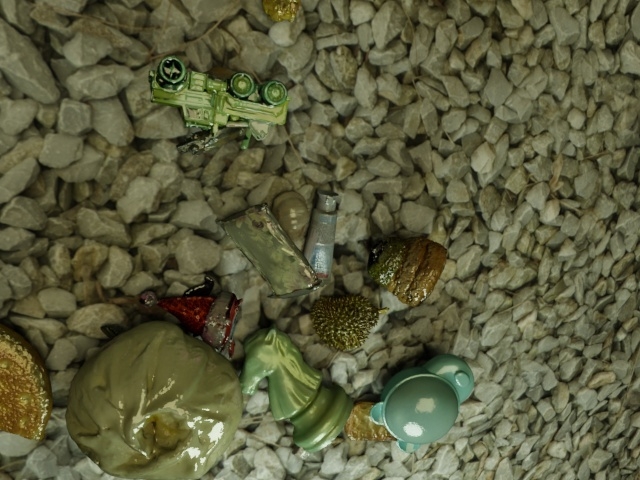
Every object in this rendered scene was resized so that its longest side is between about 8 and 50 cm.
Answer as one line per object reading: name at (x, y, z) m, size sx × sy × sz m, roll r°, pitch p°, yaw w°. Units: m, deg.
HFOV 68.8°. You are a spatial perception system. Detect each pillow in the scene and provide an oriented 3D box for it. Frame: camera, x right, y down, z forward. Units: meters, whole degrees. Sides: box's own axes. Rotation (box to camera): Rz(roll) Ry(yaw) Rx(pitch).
pillow at (-0.104, 0.025, 1.049) m, size 0.255 × 0.169 × 0.059 m, roll 56°, pitch 40°, yaw -21°

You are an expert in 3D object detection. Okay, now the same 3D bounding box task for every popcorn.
popcorn at (-0.075, -0.488, 0.974) m, size 0.084 × 0.084 × 0.084 m, roll -4°, pitch 104°, yaw -19°

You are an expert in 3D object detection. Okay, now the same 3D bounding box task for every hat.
hat at (-0.287, 0.163, 1.035) m, size 0.228 × 0.129 × 0.140 m, roll 16°, pitch 122°, yaw -4°

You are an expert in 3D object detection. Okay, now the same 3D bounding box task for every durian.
durian at (0.085, 0.203, 1.165) m, size 0.208 × 0.102 × 0.146 m, roll -10°, pitch 100°, yaw -21°

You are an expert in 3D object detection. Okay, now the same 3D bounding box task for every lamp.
lamp at (0.283, 0.422, 1.244) m, size 0.284 × 0.147 × 0.209 m, roll -44°, pitch 107°, yaw -15°

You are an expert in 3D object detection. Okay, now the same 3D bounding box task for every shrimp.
shrimp at (-0.225, -0.271, 0.975) m, size 0.217 × 0.051 × 0.150 m, roll -38°, pitch 109°, yaw -16°

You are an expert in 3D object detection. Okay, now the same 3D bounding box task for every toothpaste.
toothpaste at (0.000, 0.000, 1.114) m, size 0.089 × 0.057 × 0.234 m, roll 3°, pitch 108°, yaw -18°

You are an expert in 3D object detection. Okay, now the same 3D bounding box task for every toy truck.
toy truck at (-0.198, -0.258, 0.898) m, size 0.260 × 0.128 × 0.135 m, roll 10°, pitch 97°, yaw -22°

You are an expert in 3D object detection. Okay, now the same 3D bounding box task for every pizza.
pizza at (-0.656, 0.293, 0.945) m, size 0.197 × 0.058 × 0.292 m, roll -21°, pitch 107°, yaw -13°

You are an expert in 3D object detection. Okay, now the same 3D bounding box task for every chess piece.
chess piece at (-0.078, 0.346, 1.118) m, size 0.176 × 0.176 × 0.298 m, roll -44°, pitch 95°, yaw -5°

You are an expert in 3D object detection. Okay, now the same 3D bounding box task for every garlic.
garlic at (-0.066, -0.058, 1.063) m, size 0.094 × 0.074 × 0.113 m, roll -7°, pitch 89°, yaw -8°

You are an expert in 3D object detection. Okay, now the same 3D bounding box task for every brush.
brush at (-0.410, 0.250, 1.037) m, size 0.190 × 0.034 × 0.027 m, roll 56°, pitch 43°, yaw -23°

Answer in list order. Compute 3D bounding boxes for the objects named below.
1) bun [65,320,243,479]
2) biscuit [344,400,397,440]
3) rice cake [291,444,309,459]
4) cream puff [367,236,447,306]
bun at (-0.336, 0.360, 0.957) m, size 0.365 × 0.219 × 0.365 m, roll -2°, pitch 114°, yaw -4°
biscuit at (0.178, 0.503, 1.304) m, size 0.247 × 0.029 × 0.118 m, roll 10°, pitch 91°, yaw -21°
rice cake at (-0.008, 0.488, 1.231) m, size 0.047 × 0.036 × 0.206 m, roll 30°, pitch 92°, yaw -9°
cream puff at (0.193, 0.054, 1.137) m, size 0.169 × 0.183 × 0.183 m, roll 26°, pitch 93°, yaw -3°
